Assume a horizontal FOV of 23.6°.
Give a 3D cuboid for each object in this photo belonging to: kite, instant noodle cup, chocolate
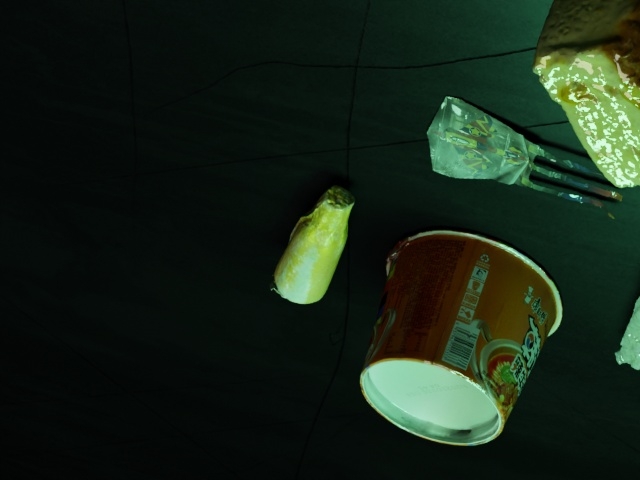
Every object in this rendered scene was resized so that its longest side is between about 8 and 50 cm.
[{"bbox_3d":[0.241,-0.091,1.806,0.245,0.015,0.141,21,148,11],"label":"kite"},{"bbox_3d":[0.173,0.134,2.002,0.250,0.192,0.250,17,146,12],"label":"instant noodle cup"},{"bbox_3d":[0.000,0.000,2.042,0.086,0.085,0.219,26,143,-1],"label":"chocolate"}]

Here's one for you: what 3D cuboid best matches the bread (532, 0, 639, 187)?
[{"bbox_3d":[0.303,-0.202,1.375,0.114,0.274,0.184,-3,138,41],"label":"bread"}]

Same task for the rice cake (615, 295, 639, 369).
[{"bbox_3d":[0.419,0.080,1.896,0.049,0.055,0.270,37,149,19],"label":"rice cake"}]
